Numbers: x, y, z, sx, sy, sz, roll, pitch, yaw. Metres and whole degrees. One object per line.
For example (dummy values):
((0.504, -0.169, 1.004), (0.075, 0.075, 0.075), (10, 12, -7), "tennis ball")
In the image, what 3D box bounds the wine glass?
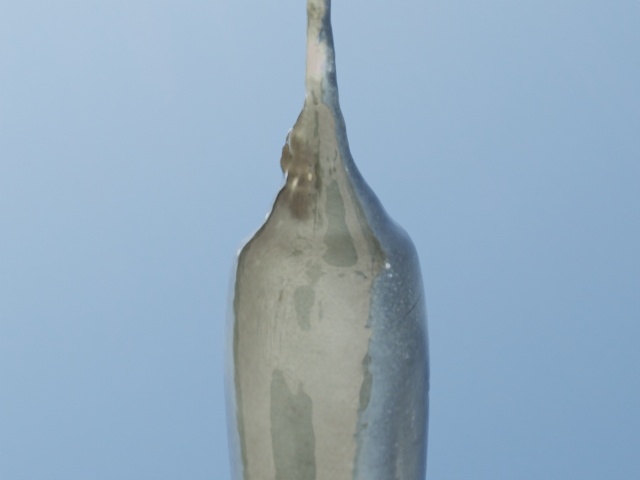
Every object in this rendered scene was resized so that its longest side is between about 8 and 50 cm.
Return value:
((0.000, 0.000, 0.507), (0.074, 0.074, 0.262), (10, -70, 33), "wine glass")
